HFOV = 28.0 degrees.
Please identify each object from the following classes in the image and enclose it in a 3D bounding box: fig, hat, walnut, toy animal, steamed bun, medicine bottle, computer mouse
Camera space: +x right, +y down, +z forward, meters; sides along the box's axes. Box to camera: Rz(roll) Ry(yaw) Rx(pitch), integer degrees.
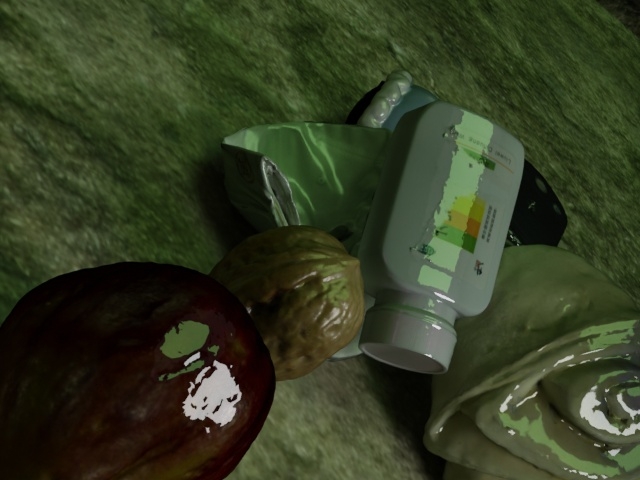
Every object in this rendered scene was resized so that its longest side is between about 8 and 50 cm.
[{"bbox_3d":[-0.157,0.120,1.043,0.224,0.224,0.263,57,33,5],"label":"fig"},{"bbox_3d":[0.003,-0.005,1.552,0.258,0.168,0.301,-7,88,-37],"label":"hat"},{"bbox_3d":[-0.036,0.063,1.336,0.155,0.184,0.155,44,28,-31],"label":"walnut"},{"bbox_3d":[0.135,-0.137,1.857,0.204,0.156,0.208,37,32,0],"label":"toy animal"},{"bbox_3d":[0.310,0.199,1.558,0.339,0.247,0.352,34,64,-37],"label":"steamed bun"},{"bbox_3d":[0.132,-0.002,1.480,0.161,0.111,0.296,26,72,-23],"label":"medicine bottle"},{"bbox_3d":[0.306,-0.031,2.083,0.170,0.100,0.269,49,31,-4],"label":"computer mouse"}]

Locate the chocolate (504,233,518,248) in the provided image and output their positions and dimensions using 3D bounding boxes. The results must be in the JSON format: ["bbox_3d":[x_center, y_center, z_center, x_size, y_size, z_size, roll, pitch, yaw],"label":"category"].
[{"bbox_3d":[0.158,0.066,1.672,0.221,0.221,0.147,32,51,-36],"label":"chocolate"}]
